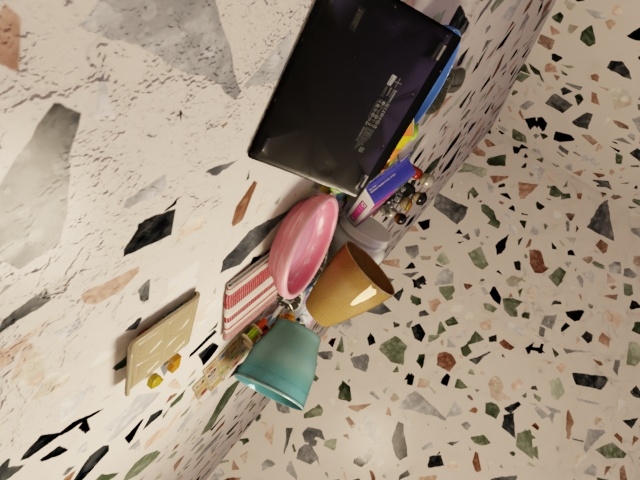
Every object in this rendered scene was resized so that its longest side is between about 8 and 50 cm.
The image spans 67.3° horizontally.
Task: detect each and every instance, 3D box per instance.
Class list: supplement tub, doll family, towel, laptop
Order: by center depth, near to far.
[{"bbox_3d":[0.094,-0.320,1.045,0.381,0.408,0.236,-60,-153,26],"label":"laptop"},{"bbox_3d":[-0.214,0.163,1.502,0.237,0.037,0.328,-40,160,-34],"label":"towel"},{"bbox_3d":[0.100,0.070,1.845,0.324,0.235,0.235,-60,164,26],"label":"supplement tub"},{"bbox_3d":[-0.182,0.380,2.004,0.263,0.118,0.163,-26,164,-33],"label":"doll family"}]

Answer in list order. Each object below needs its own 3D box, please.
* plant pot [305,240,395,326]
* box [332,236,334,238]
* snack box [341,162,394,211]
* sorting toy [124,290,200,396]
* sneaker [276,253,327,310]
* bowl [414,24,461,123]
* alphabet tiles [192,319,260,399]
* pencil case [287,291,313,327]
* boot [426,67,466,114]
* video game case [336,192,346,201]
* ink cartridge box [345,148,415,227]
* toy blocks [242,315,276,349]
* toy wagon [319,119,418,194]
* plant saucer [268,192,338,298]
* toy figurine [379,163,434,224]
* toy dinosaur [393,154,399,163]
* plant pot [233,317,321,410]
[{"bbox_3d":[0.077,0.169,1.627,0.254,0.237,0.237,-42,169,16],"label":"plant pot"},{"bbox_3d":[0.000,0.000,1.718,0.083,0.067,0.018,-53,-150,-1],"label":"box"},{"bbox_3d":[0.185,-0.201,1.795,0.175,0.070,0.207,-26,149,-59],"label":"snack box"},{"bbox_3d":[-0.400,0.274,1.190,0.229,0.041,0.307,-44,164,-46],"label":"sorting toy"},{"bbox_3d":[-0.059,0.096,1.697,0.329,0.130,0.147,-60,179,38],"label":"sneaker"},{"bbox_3d":[0.268,-0.456,1.430,0.391,0.077,0.391,-47,165,-17],"label":"bowl"},{"bbox_3d":[-0.346,0.450,1.819,0.342,0.011,0.285,-45,164,-28],"label":"alphabet tiles"},{"bbox_3d":[-0.030,0.271,2.168,0.273,0.114,0.124,-49,160,-13],"label":"pencil case"},{"bbox_3d":[0.472,-0.570,1.829,0.189,0.076,0.208,-58,172,28],"label":"boot"},{"bbox_3d":[0.109,-0.217,1.629,0.119,0.015,0.166,-41,162,-38],"label":"video game case"},{"bbox_3d":[0.194,-0.157,1.547,0.176,0.069,0.371,-37,173,-14],"label":"ink cartridge box"},{"bbox_3d":[-0.221,0.325,1.783,0.148,0.054,0.123,-45,164,-27],"label":"toy blocks"},{"bbox_3d":[0.115,-0.230,1.336,0.267,0.068,0.344,-10,150,-42],"label":"toy wagon"},{"bbox_3d":[-0.055,0.008,1.420,0.332,0.084,0.332,-56,162,-29],"label":"plant saucer"},{"bbox_3d":[0.328,-0.177,1.869,0.209,0.148,0.213,-49,167,-22],"label":"toy figurine"},{"bbox_3d":[0.304,-0.294,1.977,0.118,0.064,0.268,-52,161,-14],"label":"toy dinosaur"},{"bbox_3d":[-0.128,0.432,1.728,0.271,0.272,0.255,96,20,-64],"label":"plant pot"}]
